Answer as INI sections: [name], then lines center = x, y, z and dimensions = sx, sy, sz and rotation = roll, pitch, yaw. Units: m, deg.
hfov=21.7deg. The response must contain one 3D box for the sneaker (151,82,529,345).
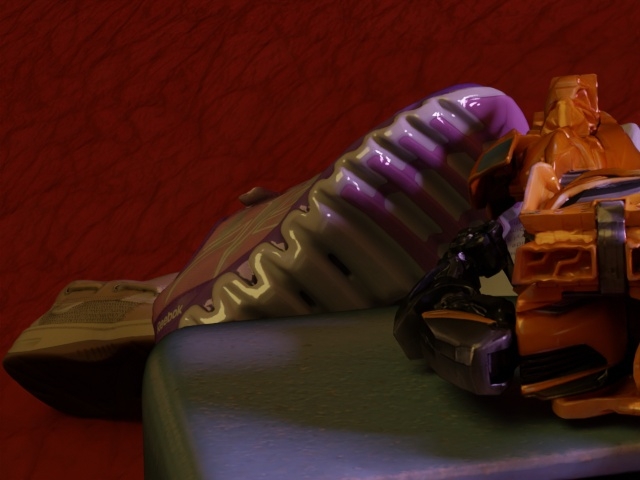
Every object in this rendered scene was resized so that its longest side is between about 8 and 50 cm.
[sneaker]
center = 0.000, 0.000, 0.849
dimensions = 0.236, 0.095, 0.104
rotation = -41, 29, 0

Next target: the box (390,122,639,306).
[box]
center = 0.120, 0.057, 0.910
dimensions = 0.182, 0.181, 0.119
rotation = -15, 41, 27

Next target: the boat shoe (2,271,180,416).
[boat shoe]
center = -0.094, 0.063, 1.146
dimensions = 0.302, 0.109, 0.098
rotation = -5, 47, 43

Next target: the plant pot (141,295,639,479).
[plant pot]
center = 0.036, 0.145, 0.715
dimensions = 0.248, 0.247, 0.252
rotation = -5, 21, -16

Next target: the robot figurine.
[robot figurine]
center = 0.142, -0.008, 0.671
dimensions = 0.211, 0.085, 0.291
rotation = -3, 15, 13
